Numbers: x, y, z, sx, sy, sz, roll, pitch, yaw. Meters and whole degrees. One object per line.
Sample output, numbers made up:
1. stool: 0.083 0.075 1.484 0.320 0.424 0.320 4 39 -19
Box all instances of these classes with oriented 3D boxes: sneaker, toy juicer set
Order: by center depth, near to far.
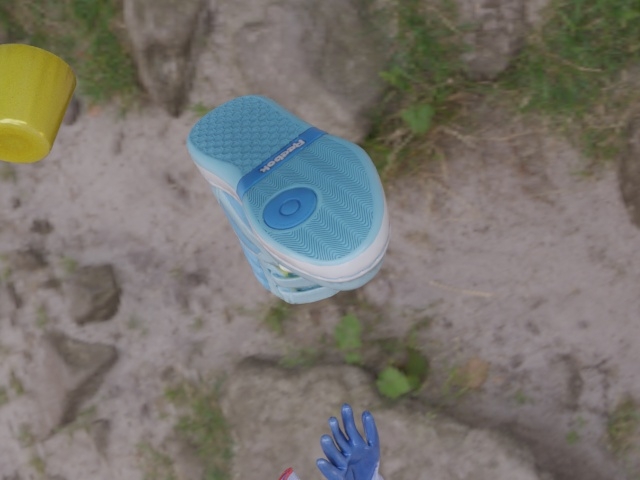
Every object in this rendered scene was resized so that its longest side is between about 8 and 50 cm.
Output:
1. toy juicer set: -0.337 -0.141 0.848 0.209 0.329 0.089 -17 55 32
2. sneaker: 0.000 0.000 1.237 0.319 0.127 0.208 49 168 54

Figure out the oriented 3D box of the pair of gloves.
1. pair of gloves: 0.014 0.281 1.404 0.023 0.198 0.159 3 131 43
